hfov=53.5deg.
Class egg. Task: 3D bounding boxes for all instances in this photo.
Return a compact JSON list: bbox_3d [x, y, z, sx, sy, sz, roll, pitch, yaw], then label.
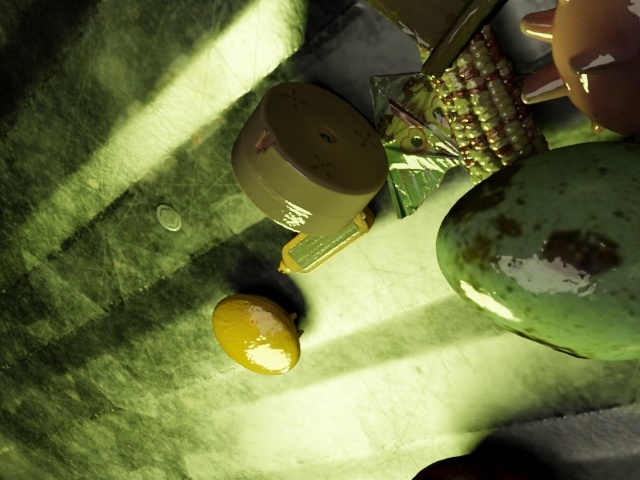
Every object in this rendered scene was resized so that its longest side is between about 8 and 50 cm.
[{"bbox_3d":[0.205,0.007,0.492,0.231,0.169,0.169,3,128,-5],"label":"egg"}]

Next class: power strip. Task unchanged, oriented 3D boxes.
[{"bbox_3d":[0.000,0.000,0.785,0.049,0.028,0.178,48,132,-6],"label":"power strip"},{"bbox_3d":[-0.008,-0.084,0.652,0.154,0.154,0.078,41,130,0],"label":"power strip"}]

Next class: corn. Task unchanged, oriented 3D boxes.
[{"bbox_3d":[0.134,-0.141,0.560,0.079,0.079,0.237,-16,111,38],"label":"corn"}]

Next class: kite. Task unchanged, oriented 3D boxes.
[{"bbox_3d":[0.145,-0.086,0.650,0.250,0.012,0.229,41,134,-1],"label":"kite"}]

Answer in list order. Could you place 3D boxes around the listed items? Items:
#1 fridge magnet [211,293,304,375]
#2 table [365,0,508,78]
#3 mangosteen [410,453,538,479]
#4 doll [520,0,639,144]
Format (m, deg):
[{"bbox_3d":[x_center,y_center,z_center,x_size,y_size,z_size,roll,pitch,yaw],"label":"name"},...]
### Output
[{"bbox_3d":[-0.090,0.133,0.911,0.143,0.063,0.143,15,129,20],"label":"fridge magnet"},{"bbox_3d":[0.054,-0.297,0.395,0.282,0.250,0.196,39,133,1],"label":"table"},{"bbox_3d":[0.194,0.411,0.797,0.235,0.261,0.235,15,128,20],"label":"mangosteen"},{"bbox_3d":[0.259,-0.144,0.478,0.211,0.093,0.262,6,135,22],"label":"doll"}]
